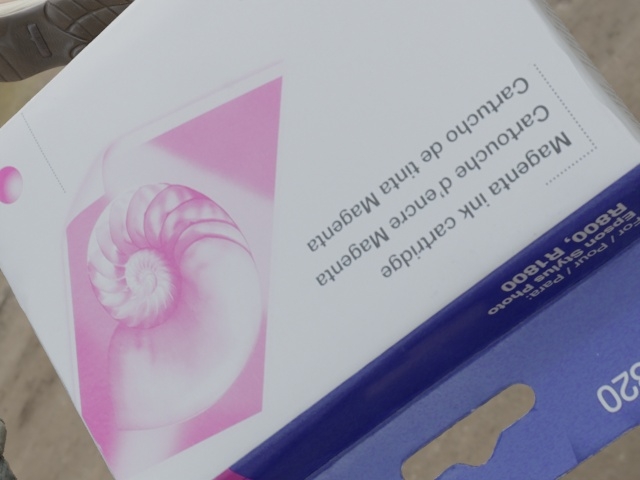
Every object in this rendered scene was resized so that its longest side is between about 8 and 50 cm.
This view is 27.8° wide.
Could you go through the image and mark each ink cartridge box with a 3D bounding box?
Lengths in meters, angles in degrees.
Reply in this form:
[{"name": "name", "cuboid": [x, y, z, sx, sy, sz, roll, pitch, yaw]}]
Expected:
[{"name": "ink cartridge box", "cuboid": [0.000, 0.000, 0.663, 0.324, 0.071, 0.330, -39, 72, 18]}]

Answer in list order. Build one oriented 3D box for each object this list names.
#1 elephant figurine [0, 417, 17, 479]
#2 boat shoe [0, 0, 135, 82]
[{"name": "elephant figurine", "cuboid": [-0.369, 0.225, 1.122, 0.239, 0.186, 0.169, -30, 85, 49]}, {"name": "boat shoe", "cuboid": [-0.289, -0.278, 1.577, 0.324, 0.123, 0.116, -1, 40, 17]}]
